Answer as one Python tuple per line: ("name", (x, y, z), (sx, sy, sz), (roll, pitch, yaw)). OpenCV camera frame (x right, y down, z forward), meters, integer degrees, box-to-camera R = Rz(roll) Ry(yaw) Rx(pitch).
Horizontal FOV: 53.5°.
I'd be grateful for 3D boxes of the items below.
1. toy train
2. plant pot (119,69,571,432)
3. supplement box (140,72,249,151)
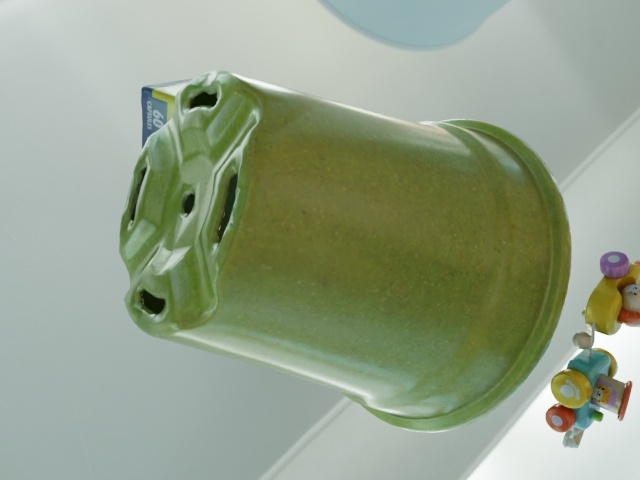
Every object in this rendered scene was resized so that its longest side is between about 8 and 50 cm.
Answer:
("toy train", (0.222, 0.076, 0.459), (0.125, 0.046, 0.166), (40, -106, -47))
("plant pot", (0.000, 0.000, 0.487), (0.254, 0.276, 0.276), (16, -106, -38))
("supplement box", (-0.061, -0.090, 0.887), (0.195, 0.356, 0.194), (-29, -45, -50))
